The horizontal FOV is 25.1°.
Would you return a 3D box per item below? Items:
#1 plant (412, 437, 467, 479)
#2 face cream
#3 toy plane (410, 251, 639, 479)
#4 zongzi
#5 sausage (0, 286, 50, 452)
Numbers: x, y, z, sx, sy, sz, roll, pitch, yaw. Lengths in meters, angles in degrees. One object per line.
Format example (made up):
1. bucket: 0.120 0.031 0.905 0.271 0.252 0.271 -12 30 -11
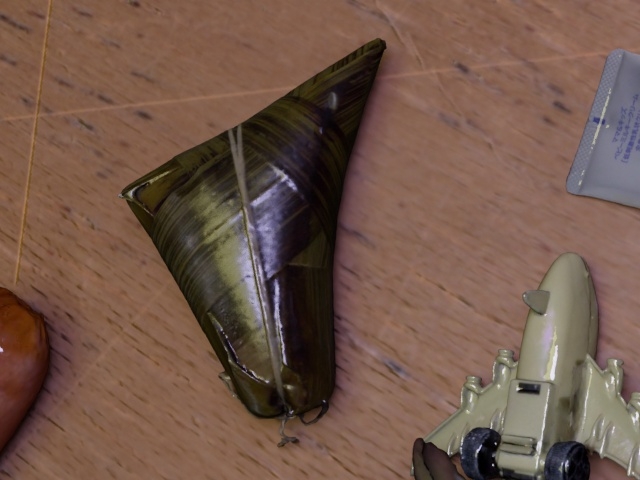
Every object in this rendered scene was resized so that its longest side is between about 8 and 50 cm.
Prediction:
1. plant: 0.062 0.247 0.939 0.204 0.178 0.234 21 101 35
2. face cream: 0.285 -0.064 1.013 0.224 0.070 0.114 18 89 40
3. toy plane: 0.159 0.128 1.018 0.229 0.092 0.244 2 85 40
4. zongzi: 0.000 0.000 1.112 0.241 0.111 0.247 -32 74 11
5. sausage: -0.322 0.155 1.236 0.113 0.113 0.259 43 102 25
